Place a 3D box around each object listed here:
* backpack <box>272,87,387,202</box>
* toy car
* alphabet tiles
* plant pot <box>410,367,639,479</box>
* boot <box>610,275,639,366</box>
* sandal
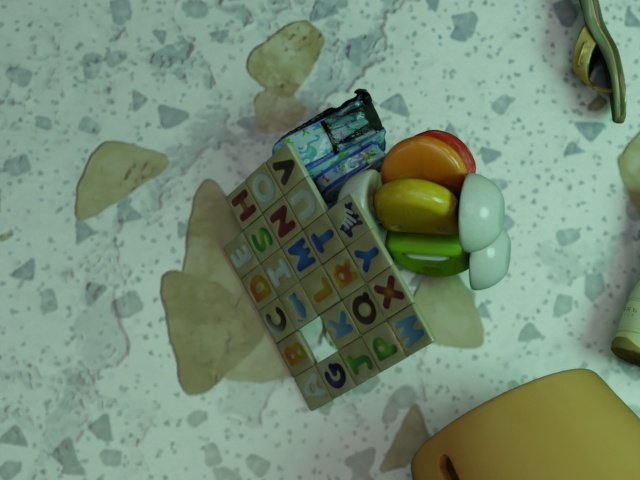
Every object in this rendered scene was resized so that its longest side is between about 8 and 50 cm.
[{"bbox_3d":[0.012,-0.088,1.123,0.114,0.105,0.084,-24,80,-3],"label":"backpack"},{"bbox_3d":[0.110,-0.036,1.088,0.159,0.182,0.136,4,62,17],"label":"toy car"},{"bbox_3d":[-0.008,0.032,1.074,0.009,0.198,0.237,-21,78,-44],"label":"alphabet tiles"},{"bbox_3d":[0.212,0.254,0.994,0.291,0.291,0.203,-24,64,-5],"label":"plant pot"},{"bbox_3d":[0.448,0.060,1.114,0.262,0.095,0.203,17,78,5],"label":"boot"},{"bbox_3d":[0.291,-0.206,1.172,0.049,0.072,0.180,-18,79,11],"label":"sandal"}]
